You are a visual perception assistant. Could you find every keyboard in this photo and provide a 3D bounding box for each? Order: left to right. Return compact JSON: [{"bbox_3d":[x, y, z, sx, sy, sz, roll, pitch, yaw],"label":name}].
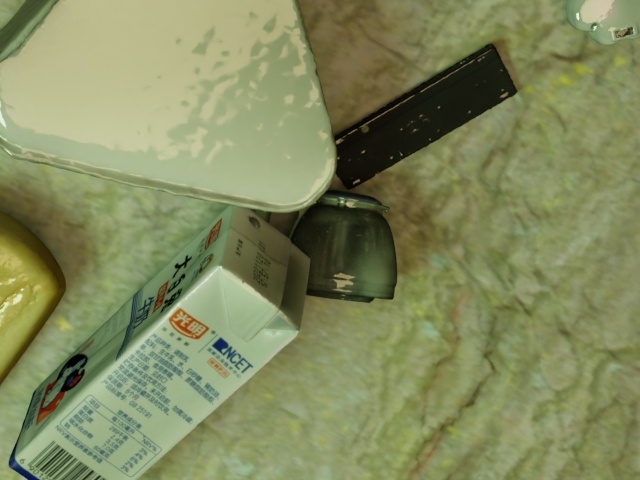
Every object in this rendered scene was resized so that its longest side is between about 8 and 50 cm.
[{"bbox_3d":[0.095,-0.120,1.804,0.195,0.018,0.060,-30,116,1],"label":"keyboard"}]

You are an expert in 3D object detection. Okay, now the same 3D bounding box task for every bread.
[{"bbox_3d":[-0.342,0.070,1.745,0.147,0.098,0.217,38,100,-18],"label":"bread"}]

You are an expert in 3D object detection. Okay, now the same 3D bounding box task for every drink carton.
[{"bbox_3d":[-0.149,0.113,1.728,0.106,0.130,0.315,38,116,-18],"label":"drink carton"}]

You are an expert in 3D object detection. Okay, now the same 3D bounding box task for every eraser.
[{"bbox_3d":[-0.164,-0.167,1.681,0.331,0.150,0.331,-3,107,-11],"label":"eraser"}]

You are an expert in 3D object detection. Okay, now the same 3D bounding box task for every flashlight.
[{"bbox_3d":[0.266,-0.287,1.766,0.093,0.047,0.200,-15,106,-5],"label":"flashlight"}]

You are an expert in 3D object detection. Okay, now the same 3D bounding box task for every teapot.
[{"bbox_3d":[0.008,0.001,1.795,0.111,0.149,0.108,10,88,-51],"label":"teapot"}]
